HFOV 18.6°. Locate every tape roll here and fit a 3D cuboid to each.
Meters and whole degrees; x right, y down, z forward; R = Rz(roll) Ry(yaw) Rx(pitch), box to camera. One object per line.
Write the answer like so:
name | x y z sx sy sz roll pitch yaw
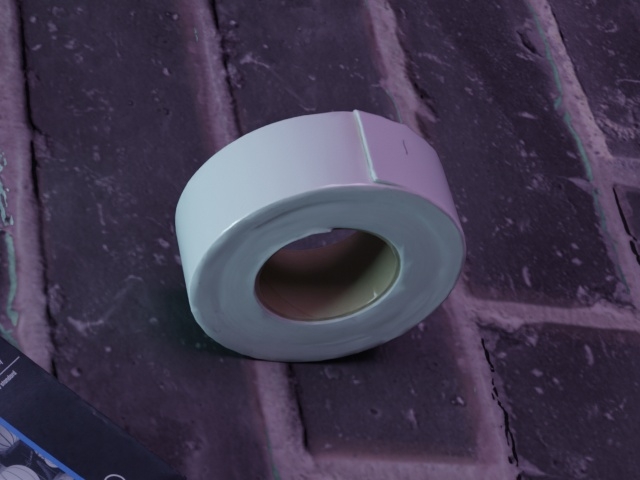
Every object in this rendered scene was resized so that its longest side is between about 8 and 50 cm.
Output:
tape roll | 0.000 0.000 1.961 0.286 0.286 0.100 6 48 -23

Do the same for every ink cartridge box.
ink cartridge box | -0.300 0.184 1.796 0.332 0.065 0.165 34 44 7
